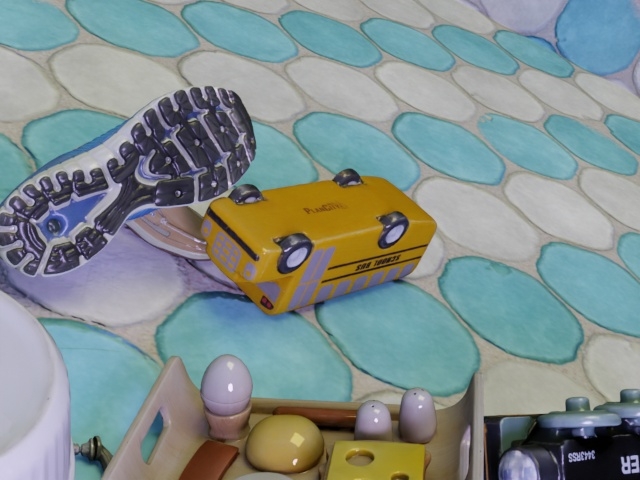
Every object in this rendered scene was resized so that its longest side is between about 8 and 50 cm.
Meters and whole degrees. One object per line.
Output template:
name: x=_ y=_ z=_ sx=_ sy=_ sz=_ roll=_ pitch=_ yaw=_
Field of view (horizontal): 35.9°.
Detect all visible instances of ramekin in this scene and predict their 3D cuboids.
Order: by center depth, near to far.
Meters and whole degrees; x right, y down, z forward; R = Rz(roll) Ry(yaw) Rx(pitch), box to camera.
ramekin: x=-0.314 y=0.136 z=0.744 sx=0.273 sy=0.127 sz=0.273 roll=15 pitch=37 yaw=-12

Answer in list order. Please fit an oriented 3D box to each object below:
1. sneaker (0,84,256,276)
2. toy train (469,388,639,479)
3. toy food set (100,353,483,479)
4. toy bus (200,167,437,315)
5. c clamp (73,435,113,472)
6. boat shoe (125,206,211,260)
sneaker: x=-0.221 y=-0.078 z=1.089 sx=0.330 sy=0.130 sz=0.147 roll=-29 pitch=21 yaw=-26
toy train: x=0.275 y=0.225 z=1.013 sx=0.334 sy=0.190 sz=0.142 roll=4 pitch=81 yaw=-38
toy food set: x=-0.011 y=0.171 z=0.865 sx=0.306 sy=0.092 sz=0.220 roll=1 pitch=23 yaw=8
toy bus: x=0.000 y=0.000 z=1.205 sx=0.332 sy=0.130 sz=0.108 roll=-13 pitch=48 yaw=-47
c clamp: x=-0.242 y=0.191 z=0.839 sx=0.160 sy=0.022 sz=0.137 roll=10 pitch=33 yaw=-23
boat shoe: x=-0.198 y=-0.041 z=1.182 sx=0.190 sy=0.072 sz=0.068 roll=25 pitch=30 yaw=-1
